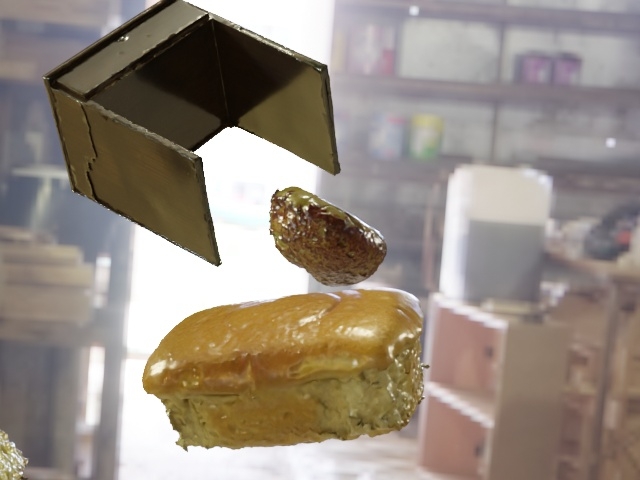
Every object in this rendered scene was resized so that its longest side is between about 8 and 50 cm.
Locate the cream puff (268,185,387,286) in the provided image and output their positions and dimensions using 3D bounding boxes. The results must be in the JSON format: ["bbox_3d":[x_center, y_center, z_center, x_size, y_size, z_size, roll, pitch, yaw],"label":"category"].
[{"bbox_3d":[0.000,0.000,1.915,0.149,0.084,0.149,30,-4,2],"label":"cream puff"}]

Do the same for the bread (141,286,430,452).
[{"bbox_3d":[-0.027,0.112,1.487,0.245,0.121,0.174,-4,9,17],"label":"bread"}]

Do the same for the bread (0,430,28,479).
[{"bbox_3d":[-0.505,0.322,2.183,0.194,0.179,0.340,42,3,-8],"label":"bread"}]

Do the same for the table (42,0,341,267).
[{"bbox_3d":[-0.163,-0.150,2.218,0.282,0.196,0.250,28,51,34],"label":"table"}]
